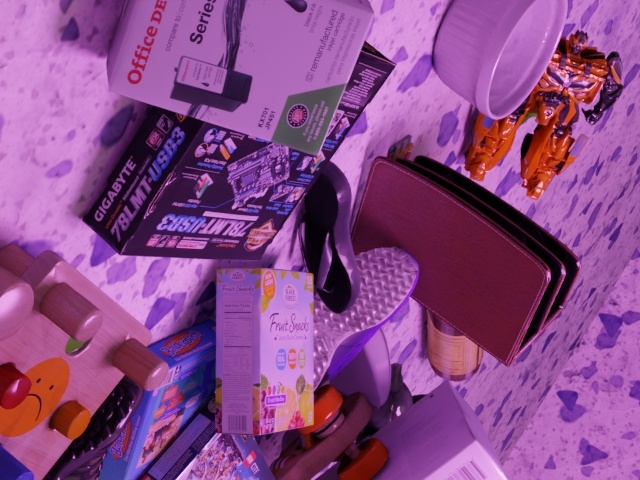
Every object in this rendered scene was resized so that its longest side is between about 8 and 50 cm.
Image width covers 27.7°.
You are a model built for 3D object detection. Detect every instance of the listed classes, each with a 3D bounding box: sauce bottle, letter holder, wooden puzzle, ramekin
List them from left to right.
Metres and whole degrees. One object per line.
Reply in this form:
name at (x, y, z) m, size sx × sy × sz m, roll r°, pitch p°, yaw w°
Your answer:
wooden puzzle at (0.114, -0.126, 1.906) m, size 0.083 × 0.006 × 0.049 m, roll -36°, pitch 149°, yaw -41°
sauce bottle at (0.249, 0.134, 2.368) m, size 0.111 × 0.111 × 0.344 m, roll -47°, pitch 155°, yaw -25°
letter holder at (0.214, -0.009, 1.857) m, size 0.152 × 0.302 × 0.214 m, roll -38°, pitch 154°, yaw -38°
ramekin at (0.251, -0.287, 1.847) m, size 0.207 × 0.109 × 0.207 m, roll -45°, pitch 154°, yaw -29°

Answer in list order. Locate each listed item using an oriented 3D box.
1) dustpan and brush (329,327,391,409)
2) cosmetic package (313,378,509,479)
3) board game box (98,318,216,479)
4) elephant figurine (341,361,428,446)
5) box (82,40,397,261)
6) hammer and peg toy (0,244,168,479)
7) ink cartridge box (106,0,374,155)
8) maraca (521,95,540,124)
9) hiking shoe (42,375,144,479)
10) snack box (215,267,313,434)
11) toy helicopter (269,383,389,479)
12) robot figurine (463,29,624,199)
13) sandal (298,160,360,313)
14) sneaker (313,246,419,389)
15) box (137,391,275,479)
dustpan and brush at (0.065, 0.143, 2.041) m, size 0.060 × 0.147 × 0.211 m, roll -16°, pitch 107°, yaw -32°
cosmetic package at (0.086, 0.391, 1.942) m, size 0.377 × 0.097 × 0.284 m, roll -38°, pitch -167°, yaw 6°
board game box at (-0.200, 0.217, 1.656) m, size 0.160 × 0.047 × 0.210 m, roll -23°, pitch 138°, yaw -55°
elephant figurine at (0.109, 0.286, 2.272) m, size 0.239 × 0.186 × 0.169 m, roll -25°, pitch 99°, yaw -68°
box at (-0.079, -0.112, 1.411) m, size 0.293 × 0.073 × 0.295 m, roll -54°, pitch 156°, yaw 15°
hammer and peg toy at (-0.310, 0.137, 1.238) m, size 0.266 × 0.127 × 0.361 m, roll -52°, pitch 156°, yaw -8°
ink cartridge box at (-0.077, -0.185, 1.191) m, size 0.087 × 0.208 × 0.153 m, roll -106°, pitch -145°, yaw -63°
maraca at (0.358, -0.252, 2.124) m, size 0.127 × 0.099 × 0.186 m, roll -2°, pitch 143°, yaw -34°
hiking shoe at (-0.284, 0.235, 1.494) m, size 0.227 × 0.086 × 0.114 m, roll -49°, pitch 169°, yaw -6°
snack box at (-0.069, 0.140, 1.671) m, size 0.174 × 0.070 × 0.207 m, roll 7°, pitch 81°, yaw -68°
toy helicopter at (-0.065, 0.355, 2.000) m, size 0.355 × 0.140 × 0.235 m, roll -41°, pitch -172°, yaw 3°
robot figurine at (0.348, -0.203, 2.037) m, size 0.085 × 0.211 × 0.291 m, roll -84°, pitch -166°, yaw -47°
sandal at (-0.001, -0.001, 1.742) m, size 0.054 × 0.097 × 0.254 m, roll -32°, pitch 138°, yaw -25°
sneaker at (0.041, 0.111, 1.913) m, size 0.293 × 0.102 × 0.146 m, roll -46°, pitch 169°, yaw 20°
box at (-0.148, 0.327, 1.745) m, size 0.159 × 0.044 × 0.233 m, roll -49°, pitch 148°, yaw -22°
